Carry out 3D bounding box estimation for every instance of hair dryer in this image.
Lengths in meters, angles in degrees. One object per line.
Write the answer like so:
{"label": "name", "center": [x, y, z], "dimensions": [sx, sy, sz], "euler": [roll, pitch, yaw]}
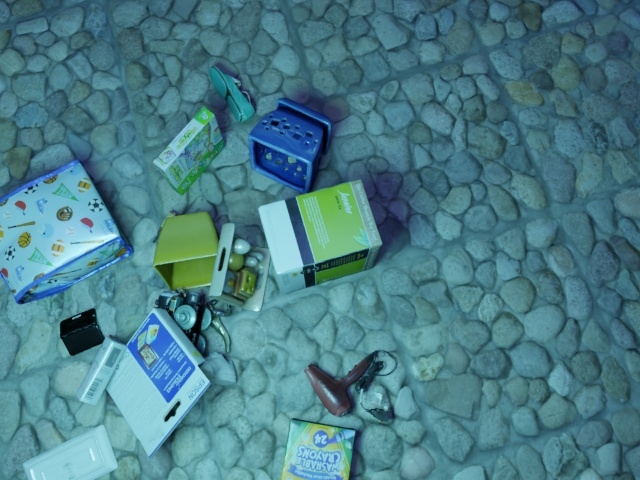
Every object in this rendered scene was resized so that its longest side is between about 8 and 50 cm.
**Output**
{"label": "hair dryer", "center": [0.087, 0.453, 1.753], "dimensions": [0.293, 0.080, 0.224], "euler": [11, 60, -2]}

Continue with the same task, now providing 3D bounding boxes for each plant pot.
{"label": "plant pot", "center": [-0.093, -0.330, 1.874], "dimensions": [0.235, 0.236, 0.212], "euler": [26, 70, 7]}
{"label": "plant pot", "center": [-0.414, 0.026, 1.799], "dimensions": [0.212, 0.212, 0.187], "euler": [-9, 63, -2]}

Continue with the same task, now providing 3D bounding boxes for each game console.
{"label": "game console", "center": [-0.788, 0.302, 1.818], "dimensions": [0.122, 0.071, 0.107], "euler": [-23, 46, -6]}

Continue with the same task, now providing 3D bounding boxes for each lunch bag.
{"label": "lunch bag", "center": [-0.869, -0.017, 1.792], "dimensions": [0.385, 0.239, 0.328], "euler": [-31, 79, -15]}

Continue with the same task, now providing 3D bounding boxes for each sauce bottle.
{"label": "sauce bottle", "center": [-0.533, -0.040, 1.893], "dimensions": [0.042, 0.042, 0.128], "euler": [27, 79, 7]}

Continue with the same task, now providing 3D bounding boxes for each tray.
{"label": "tray", "center": [-0.780, 0.698, 1.702], "dimensions": [0.270, 0.030, 0.145], "euler": [-25, 77, -6]}

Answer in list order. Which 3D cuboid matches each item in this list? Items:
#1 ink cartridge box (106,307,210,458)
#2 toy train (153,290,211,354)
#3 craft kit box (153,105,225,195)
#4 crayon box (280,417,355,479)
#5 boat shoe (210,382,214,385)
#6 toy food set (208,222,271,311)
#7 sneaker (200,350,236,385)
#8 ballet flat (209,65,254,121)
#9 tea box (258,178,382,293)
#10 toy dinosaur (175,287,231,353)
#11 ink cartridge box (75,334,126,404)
{"label": "ink cartridge box", "center": [-0.476, 0.411, 1.610], "dimensions": [0.307, 0.072, 0.304], "euler": [44, 101, 24]}
{"label": "toy train", "center": [-0.466, 0.321, 1.727], "dimensions": [0.190, 0.142, 0.334], "euler": [8, 84, 19]}
{"label": "craft kit box", "center": [-0.433, -0.295, 1.852], "dimensions": [0.061, 0.250, 0.247], "euler": [39, 79, 9]}
{"label": "crayon box", "center": [-0.018, 0.723, 1.662], "dimensions": [0.203, 0.083, 0.323], "euler": [8, 76, 3]}
{"label": "boat shoe", "center": [-0.364, 0.421, 1.774], "dimensions": [0.035, 0.035, 0.100], "euler": [-16, 69, -32]}
{"label": "toy food set", "center": [-0.237, 0.093, 1.726], "dimensions": [0.092, 0.306, 0.220], "euler": [3, 75, 19]}
{"label": "sneaker", "center": [-0.342, 0.384, 1.704], "dimensions": [0.080, 0.212, 0.094], "euler": [-18, 58, 22]}
{"label": "ballet flat", "center": [-0.317, -0.540, 2.014], "dimensions": [0.087, 0.083, 0.247], "euler": [-24, 75, -31]}
{"label": "tea box", "center": [0.000, 0.000, 1.728], "dimensions": [0.323, 0.329, 0.220], "euler": [-15, 75, -5]}
{"label": "toy dinosaur", "center": [-0.354, 0.233, 1.808], "dimensions": [0.268, 0.064, 0.118], "euler": [44, 94, 10]}
{"label": "ink cartridge box", "center": [-0.689, 0.383, 1.688], "dimensions": [0.066, 0.232, 0.189], "euler": [33, 74, -33]}
